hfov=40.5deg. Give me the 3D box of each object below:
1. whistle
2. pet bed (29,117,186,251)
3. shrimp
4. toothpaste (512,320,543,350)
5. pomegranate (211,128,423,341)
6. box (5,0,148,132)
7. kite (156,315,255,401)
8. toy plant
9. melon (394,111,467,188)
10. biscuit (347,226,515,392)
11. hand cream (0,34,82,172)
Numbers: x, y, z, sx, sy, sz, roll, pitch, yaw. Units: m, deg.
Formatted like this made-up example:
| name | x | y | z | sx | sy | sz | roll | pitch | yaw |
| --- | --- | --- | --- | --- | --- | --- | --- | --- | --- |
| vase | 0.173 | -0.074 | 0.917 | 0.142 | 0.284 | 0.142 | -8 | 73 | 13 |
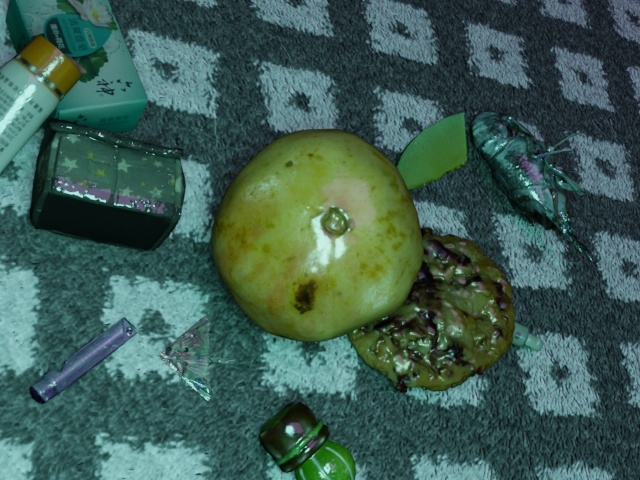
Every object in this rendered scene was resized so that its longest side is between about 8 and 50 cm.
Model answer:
| name | x | y | z | sx | sy | sz | roll | pitch | yaw |
| --- | --- | --- | --- | --- | --- | --- | --- | --- | --- |
| whistle | -0.332 | 0.168 | 1.226 | 0.033 | 0.033 | 0.176 | 49 | 52 | 3 |
| pet bed | -0.312 | -0.093 | 1.289 | 0.211 | 0.183 | 0.159 | 11 | 66 | -20 |
| shrimp | 0.442 | -0.128 | 1.716 | 0.372 | 0.172 | 0.137 | 46 | 47 | 10 |
| toothpaste | 0.293 | 0.139 | 1.575 | 0.255 | 0.037 | 0.067 | 26 | 56 | -8 |
| pomegranate | 0.000 | 0.000 | 1.341 | 0.342 | 0.342 | 0.342 | 13 | 59 | -22 |
| box | -0.396 | -0.293 | 1.405 | 0.153 | 0.092 | 0.245 | -15 | 71 | -33 |
| kite | -0.172 | 0.179 | 1.321 | 0.157 | 0.011 | 0.139 | 9 | 62 | -23 |
| toy plant | -0.011 | 0.320 | 1.279 | 0.162 | 0.093 | 0.093 | 48 | 53 | -3 |
| melon | 0.208 | -0.155 | 1.695 | 0.262 | 0.053 | 0.114 | -40 | 105 | -33 |
| biscuit | 0.194 | 0.107 | 1.491 | 0.334 | 0.081 | 0.289 | -32 | 76 | -33 |
| hand cream | -0.476 | -0.153 | 1.247 | 0.140 | 0.089 | 0.314 | 44 | 79 | -1 |
